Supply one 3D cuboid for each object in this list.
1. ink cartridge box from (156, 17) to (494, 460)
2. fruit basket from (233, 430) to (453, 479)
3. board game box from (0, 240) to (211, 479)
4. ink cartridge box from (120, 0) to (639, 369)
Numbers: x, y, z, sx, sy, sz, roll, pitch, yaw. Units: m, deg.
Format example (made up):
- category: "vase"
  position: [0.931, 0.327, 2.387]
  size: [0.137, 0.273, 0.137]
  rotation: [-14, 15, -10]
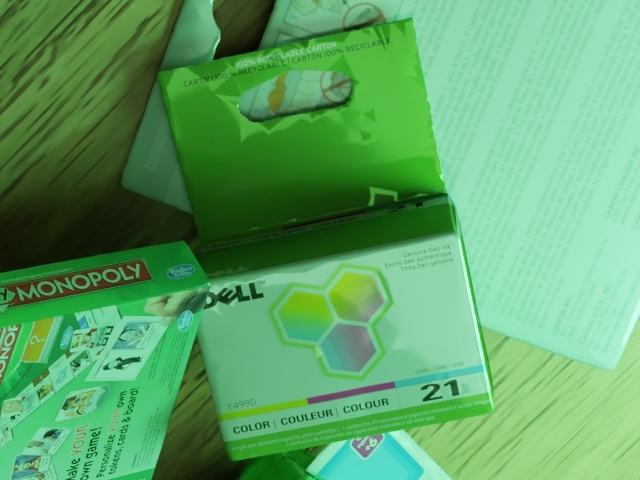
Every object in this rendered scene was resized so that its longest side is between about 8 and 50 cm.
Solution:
- category: "ink cartridge box"
  position: [0.000, 0.000, 1.150]
  size: [0.188, 0.097, 0.255]
  rotation: [-12, 108, 5]
- category: "fruit basket"
  position: [0.019, 0.332, 1.309]
  size: [0.327, 0.165, 0.353]
  rotation: [-42, 121, -1]
- category: "board game box"
  position: [-0.207, 0.142, 1.139]
  size: [0.213, 0.046, 0.317]
  rotation: [-10, 139, -30]
- category: "ink cartridge box"
  position: [0.090, -0.114, 1.208]
  size: [0.385, 0.091, 0.308]
  rotation: [20, 107, -4]
